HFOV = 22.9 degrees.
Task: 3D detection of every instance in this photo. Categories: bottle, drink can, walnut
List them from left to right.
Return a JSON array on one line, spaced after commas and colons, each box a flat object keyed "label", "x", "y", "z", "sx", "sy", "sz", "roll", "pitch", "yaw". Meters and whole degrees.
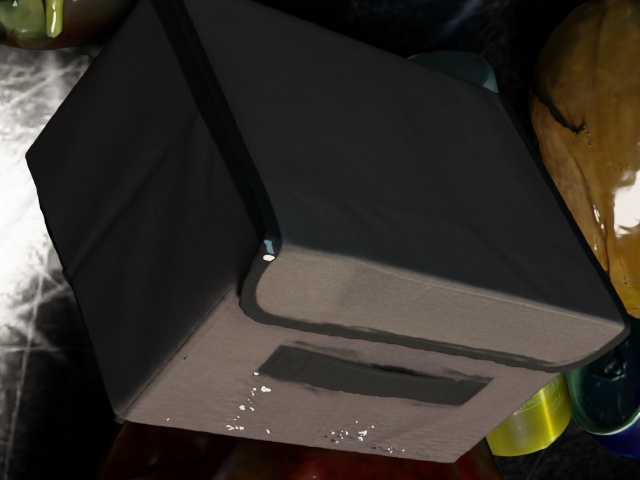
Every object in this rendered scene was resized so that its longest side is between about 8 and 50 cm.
[{"label": "bottle", "x": 0.102, "y": 0.013, "z": 1.038, "sx": 0.082, "sy": 0.082, "sz": 0.286, "roll": -26, "pitch": 124, "yaw": -11}, {"label": "walnut", "x": 0.201, "y": -0.051, "z": 1.019, "sx": 0.137, "sy": 0.137, "sz": 0.245, "roll": -28, "pitch": 126, "yaw": -10}, {"label": "drink can", "x": 0.282, "y": 0.115, "z": 1.159, "sx": 0.205, "sy": 0.118, "sz": 0.118, "roll": 17, "pitch": 108, "yaw": -33}]

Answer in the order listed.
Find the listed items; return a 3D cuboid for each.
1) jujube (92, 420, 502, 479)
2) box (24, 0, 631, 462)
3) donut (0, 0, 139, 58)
[{"label": "jujube", "x": -0.033, "y": 0.241, "z": 0.991, "sx": 0.277, "sy": 0.276, "sz": 0.376, "roll": 9, "pitch": 113, "yaw": -29}, {"label": "box", "x": 0.000, "y": 0.000, "z": 0.826, "sx": 0.252, "sy": 0.188, "sz": 0.153, "roll": 11, "pitch": 135, "yaw": -41}, {"label": "donut", "x": -0.098, "y": -0.264, "z": 0.761, "sx": 0.259, "sy": 0.136, "sz": 0.345, "roll": -27, "pitch": 126, "yaw": -7}]
